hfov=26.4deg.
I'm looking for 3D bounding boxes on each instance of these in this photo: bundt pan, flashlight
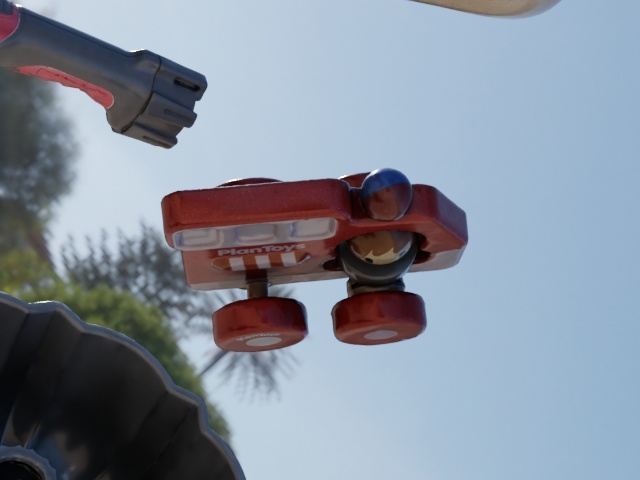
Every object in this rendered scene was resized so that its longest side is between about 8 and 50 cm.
[{"bbox_3d":[-0.214,0.191,0.885,0.331,0.331,0.124,44,-54,16],"label":"bundt pan"},{"bbox_3d":[-0.268,-0.168,1.323,0.304,0.103,0.103,22,-7,-34],"label":"flashlight"}]

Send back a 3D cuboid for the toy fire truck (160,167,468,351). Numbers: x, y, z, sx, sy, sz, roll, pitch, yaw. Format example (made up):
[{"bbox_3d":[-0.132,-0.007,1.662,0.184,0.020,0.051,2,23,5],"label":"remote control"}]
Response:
[{"bbox_3d":[0.000,0.000,1.362,0.254,0.302,0.169,96,-10,-73],"label":"toy fire truck"}]

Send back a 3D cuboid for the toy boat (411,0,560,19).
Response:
[{"bbox_3d":[0.076,-0.213,0.739,0.151,0.151,0.231,13,19,4],"label":"toy boat"}]
